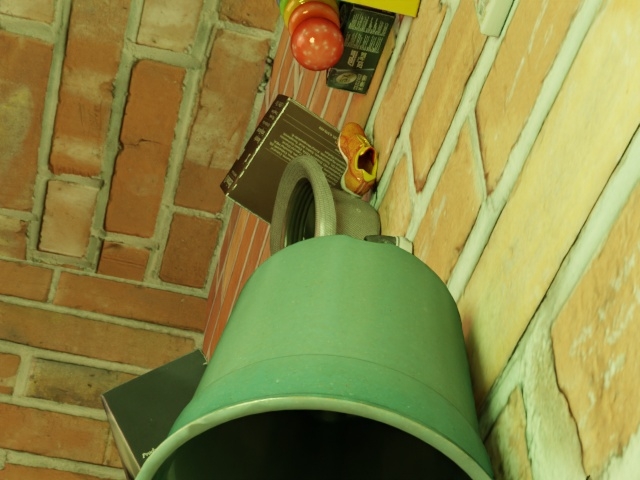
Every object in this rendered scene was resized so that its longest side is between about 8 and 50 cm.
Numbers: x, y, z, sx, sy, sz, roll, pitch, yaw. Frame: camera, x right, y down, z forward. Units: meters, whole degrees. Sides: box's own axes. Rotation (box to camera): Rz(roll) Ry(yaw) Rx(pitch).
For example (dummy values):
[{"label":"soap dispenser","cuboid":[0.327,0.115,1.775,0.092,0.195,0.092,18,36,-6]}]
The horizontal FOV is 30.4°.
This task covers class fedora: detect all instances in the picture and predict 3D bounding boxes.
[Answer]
[{"label":"fedora","cuboid":[0.015,-0.001,1.836,0.275,0.124,0.244,-125,44,-65]}]

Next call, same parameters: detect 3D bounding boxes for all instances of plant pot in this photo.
[{"label":"plant pot","cuboid":[0.012,0.183,1.151,0.334,0.341,0.341,-81,7,-58]}]

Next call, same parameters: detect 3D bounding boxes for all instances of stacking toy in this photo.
[{"label":"stacking toy","cuboid":[-0.014,-0.404,2.046,0.330,0.141,0.141,-101,23,-47]}]

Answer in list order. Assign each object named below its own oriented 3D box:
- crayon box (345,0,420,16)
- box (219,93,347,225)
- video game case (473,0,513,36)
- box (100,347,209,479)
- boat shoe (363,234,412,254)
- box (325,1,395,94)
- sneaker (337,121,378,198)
[{"label":"crayon box","cuboid":[0.004,-0.535,1.796,0.106,0.362,0.313,-124,46,-76]},{"label":"box","cuboid":[-0.051,-0.127,2.063,0.203,0.167,0.168,-57,12,2]},{"label":"video game case","cuboid":[0.223,-0.385,1.377,0.206,0.026,0.227,-91,15,-51]},{"label":"box","cuboid":[-0.184,0.384,1.804,0.294,0.182,0.296,54,159,37]},{"label":"boat shoe","cuboid":[0.067,0.101,1.569,0.080,0.076,0.229,179,102,-80]},{"label":"box","cuboid":[0.068,-0.377,2.089,0.180,0.077,0.147,111,165,-45]},{"label":"sneaker","cuboid":[0.069,-0.139,1.923,0.067,0.064,0.175,-48,31,31]}]
